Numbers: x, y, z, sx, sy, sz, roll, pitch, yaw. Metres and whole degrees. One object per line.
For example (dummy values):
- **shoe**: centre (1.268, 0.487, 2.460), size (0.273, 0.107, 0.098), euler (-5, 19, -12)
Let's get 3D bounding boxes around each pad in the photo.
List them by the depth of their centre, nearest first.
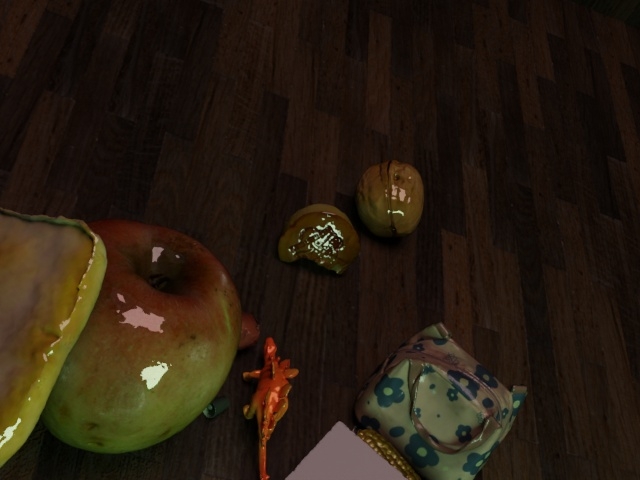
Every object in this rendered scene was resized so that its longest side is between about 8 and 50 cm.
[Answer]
- **pad**: centre (0.009, 0.441, 1.583), size (0.202, 0.005, 0.300), euler (40, 62, 10)

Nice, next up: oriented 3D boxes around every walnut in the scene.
- **walnut**: centre (0.142, -0.090, 2.156), size (0.144, 0.144, 0.180), euler (20, 51, -12)

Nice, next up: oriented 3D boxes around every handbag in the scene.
- **handbag**: centre (0.209, 0.279, 1.789), size (0.251, 0.193, 0.190), euler (38, 38, 7)

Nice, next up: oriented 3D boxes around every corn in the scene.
- **corn**: centre (0.135, 0.426, 1.676), size (0.101, 0.101, 0.310), euler (-22, 64, -42)

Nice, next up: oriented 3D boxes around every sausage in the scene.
- **sausage**: centre (-0.169, 0.151, 1.786), size (0.141, 0.076, 0.076), euler (10, 45, -25)

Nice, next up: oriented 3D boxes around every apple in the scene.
- **apple**: centre (-0.286, 0.150, 1.559), size (0.338, 0.305, 0.338), euler (19, 32, -12)

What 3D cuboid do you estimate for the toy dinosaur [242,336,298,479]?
- **toy dinosaur**: centre (-0.081, 0.260, 1.698), size (0.070, 0.117, 0.288), euler (17, 41, -16)

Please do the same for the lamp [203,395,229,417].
- **lamp**: centre (-0.190, 0.235, 1.724), size (0.054, 0.041, 0.121), euler (-13, 60, -48)

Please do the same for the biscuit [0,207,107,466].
- **biscuit**: centre (-0.496, 0.136, 1.404), size (0.429, 0.104, 0.446), euler (4, 67, 27)

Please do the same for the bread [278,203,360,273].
- **bread**: centre (0.001, -0.009, 2.006), size (0.156, 0.125, 0.086), euler (14, 26, -11)
